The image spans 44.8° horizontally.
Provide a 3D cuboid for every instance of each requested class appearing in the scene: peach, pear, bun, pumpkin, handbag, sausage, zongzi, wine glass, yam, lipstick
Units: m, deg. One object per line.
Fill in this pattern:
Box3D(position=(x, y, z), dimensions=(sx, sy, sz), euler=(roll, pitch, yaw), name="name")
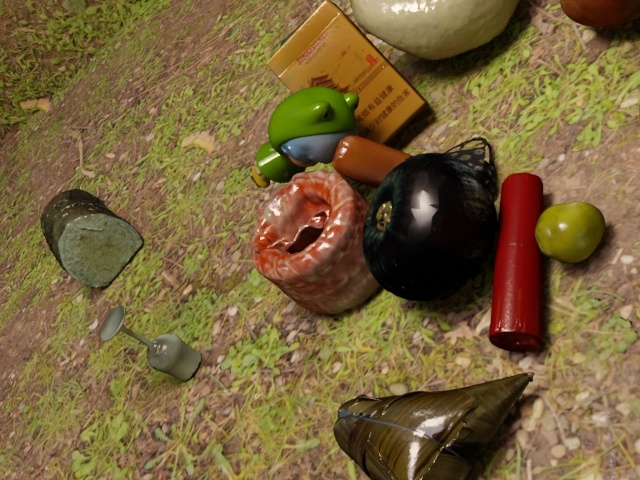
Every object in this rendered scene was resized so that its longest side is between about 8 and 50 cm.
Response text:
Box3D(position=(0.485, -0.457, 1.231), dimensions=(0.236, 0.214, 0.214), euler=(-17, 45, 9), name="peach")
Box3D(position=(0.353, -0.011, 1.090), dimensions=(0.097, 0.092, 0.092), euler=(-20, 44, 10), name="pear")
Box3D(position=(0.229, -0.491, 1.514), dimensions=(0.361, 0.213, 0.360), euler=(-13, 53, 18), name="bun")
Box3D(position=(0.161, -0.019, 1.193), dimensions=(0.233, 0.163, 0.233), euler=(-43, 39, 50), name="pumpkin")
Box3D(position=(0.249, -0.127, 1.315), dimensions=(0.115, 0.072, 0.139), euler=(-8, 40, 40), name="handbag")
Box3D(position=(0.116, -0.123, 1.342), dimensions=(0.076, 0.198, 0.076), euler=(-164, 90, -73), name="sausage")
Box3D(position=(0.145, 0.234, 1.076), dimensions=(0.242, 0.112, 0.221), euler=(-49, 36, -12), name="zongzi")
Box3D(position=(-0.325, 0.202, 1.504), dimensions=(0.079, 0.195, 0.079), euler=(-31, 39, 29), name="wine glass")
Box3D(position=(-0.609, -0.023, 2.001), dimensions=(0.202, 0.201, 0.271), euler=(-51, 30, -2), name="yam")
Box3D(position=(0.289, 0.028, 1.129), dimensions=(0.073, 0.073, 0.279), euler=(-16, 48, 37), name="lipstick")

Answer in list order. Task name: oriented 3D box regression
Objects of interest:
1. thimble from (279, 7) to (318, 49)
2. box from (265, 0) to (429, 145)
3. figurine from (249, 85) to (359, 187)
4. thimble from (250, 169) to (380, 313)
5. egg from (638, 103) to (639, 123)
Box3D(position=(0.024, -0.381, 1.649), dimensions=(0.143, 0.235, 0.198), euler=(-40, 83, 16), name="thimble")
Box3D(position=(0.052, -0.302, 1.491), dimensions=(0.174, 0.274, 0.076), euler=(-44, -4, 15), name="box")
Box3D(position=(-0.037, -0.183, 1.424), dimensions=(0.263, 0.162, 0.143), euler=(-37, 77, 45), name="figurine")
Box3D(position=(0.000, 0.000, 1.370), dimensions=(0.239, 0.162, 0.239), euler=(-26, 44, 28), name="thimble")
Box3D(position=(0.491, -0.187, 1.095), dimensions=(0.080, 0.080, 0.096), euler=(18, 69, 51), name="egg")
